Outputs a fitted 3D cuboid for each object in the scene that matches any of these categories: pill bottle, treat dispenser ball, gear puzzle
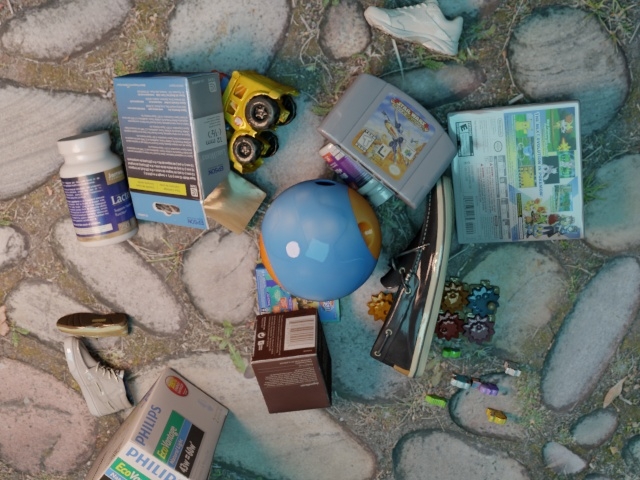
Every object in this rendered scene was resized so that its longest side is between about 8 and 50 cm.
[{"bbox_3d":[0.096,-0.177,1.803,0.108,0.108,0.193,-40,101,15],"label":"pill bottle"},{"bbox_3d":[-0.548,-0.128,1.844,0.153,0.153,0.264,-8,108,7],"label":"pill bottle"},{"bbox_3d":[0.000,0.000,1.768,0.288,0.288,0.288,1,108,4],"label":"treat dispenser ball"},{"bbox_3d":[0.287,0.177,1.938,0.339,0.044,0.175,6,108,3],"label":"gear puzzle"}]

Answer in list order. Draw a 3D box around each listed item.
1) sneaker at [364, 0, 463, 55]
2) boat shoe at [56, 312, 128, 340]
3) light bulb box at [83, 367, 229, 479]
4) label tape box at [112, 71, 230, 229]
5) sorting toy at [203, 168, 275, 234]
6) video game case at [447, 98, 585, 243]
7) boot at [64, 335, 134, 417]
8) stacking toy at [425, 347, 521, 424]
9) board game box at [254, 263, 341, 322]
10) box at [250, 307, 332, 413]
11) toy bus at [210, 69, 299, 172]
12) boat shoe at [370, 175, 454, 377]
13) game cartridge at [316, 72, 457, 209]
[{"bbox_3d":[0.215,-0.503,1.709,0.232,0.090,0.115,16,102,-10],"label":"sneaker"},{"bbox_3d":[-0.610,0.240,2.019,0.190,0.068,0.072,2,124,5],"label":"boat shoe"},{"bbox_3d":[-0.452,0.594,1.966,0.225,0.358,0.361,37,108,-10],"label":"light bulb box"},{"bbox_3d":[-0.342,-0.216,1.770,0.249,0.115,0.347,9,114,35],"label":"label tape box"},{"bbox_3d":[-0.228,-0.110,1.882,0.275,0.046,0.132,33,107,-7],"label":"sorting toy"},{"bbox_3d":[0.464,-0.156,1.791,0.300,0.036,0.329,-3,107,17],"label":"video game case"},{"bbox_3d":[-0.593,0.358,2.046,0.123,0.095,0.258,-14,117,2],"label":"boot"},{"bbox_3d":[0.406,0.384,1.993,0.221,0.052,0.167,14,108,0],"label":"stacking toy"},{"bbox_3d":[-0.056,0.135,1.948,0.210,0.047,0.160,-2,107,5],"label":"board game box"},{"bbox_3d":[-0.069,0.306,1.914,0.167,0.168,0.203,-8,127,7],"label":"box"},{"bbox_3d":[-0.188,-0.298,1.777,0.211,0.149,0.220,31,111,8],"label":"toy bus"},{"bbox_3d":[0.226,0.085,1.827,0.156,0.187,0.500,13,100,10],"label":"boat shoe"},{"bbox_3d":[0.163,-0.237,1.732,0.297,0.062,0.198,38,88,-10],"label":"game cartridge"}]
